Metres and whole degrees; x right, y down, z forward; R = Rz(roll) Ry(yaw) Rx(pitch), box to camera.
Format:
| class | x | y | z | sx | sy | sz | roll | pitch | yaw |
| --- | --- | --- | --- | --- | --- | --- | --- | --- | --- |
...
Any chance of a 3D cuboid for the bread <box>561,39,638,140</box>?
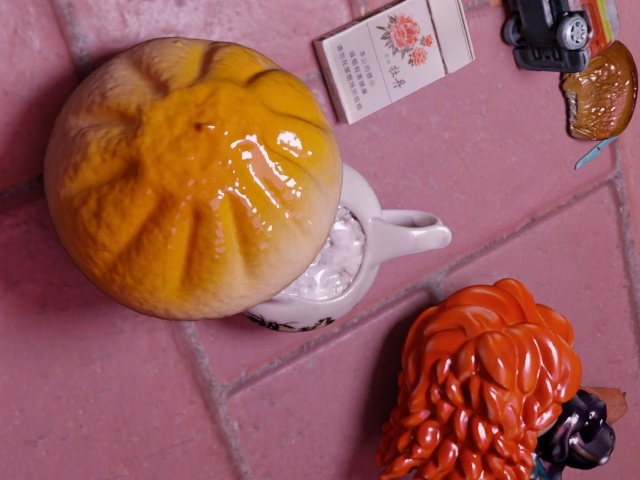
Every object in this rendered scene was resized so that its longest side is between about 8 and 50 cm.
| class | x | y | z | sx | sy | sz | roll | pitch | yaw |
| --- | --- | --- | --- | --- | --- | --- | --- | --- | --- |
| bread | 0.392 | -0.203 | 1.370 | 0.126 | 0.044 | 0.129 | -22 | 117 | -22 |

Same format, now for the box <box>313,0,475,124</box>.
| class | x | y | z | sx | sy | sz | roll | pitch | yaw |
| --- | --- | --- | --- | --- | --- | --- | --- | --- | --- |
| box | 0.093 | -0.229 | 1.194 | 0.198 | 0.029 | 0.109 | -29 | 117 | -19 |

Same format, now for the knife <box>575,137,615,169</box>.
| class | x | y | z | sx | sy | sz | roll | pitch | yaw |
| --- | --- | --- | --- | --- | --- | --- | --- | --- | --- |
| knife | 0.395 | -0.128 | 1.415 | 0.091 | 0.005 | 0.014 | -38 | 118 | -15 |

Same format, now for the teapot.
| class | x | y | z | sx | sy | sz | roll | pitch | yaw |
| --- | --- | --- | --- | --- | --- | --- | --- | --- | --- |
| teapot | 0.000 | 0.000 | 1.138 | 0.300 | 0.166 | 0.208 | -12 | 99 | -17 |

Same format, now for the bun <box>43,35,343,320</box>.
| class | x | y | z | sx | sy | sz | roll | pitch | yaw |
| --- | --- | --- | --- | --- | --- | --- | --- | --- | --- |
| bun | -0.117 | -0.075 | 0.962 | 0.299 | 0.165 | 0.298 | 3 | 74 | -9 |

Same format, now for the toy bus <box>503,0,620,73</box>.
| class | x | y | z | sx | sy | sz | roll | pitch | yaw |
| --- | --- | --- | --- | --- | --- | --- | --- | --- | --- |
| toy bus | 0.285 | -0.347 | 1.225 | 0.120 | 0.121 | 0.265 | -31 | 116 | -24 |

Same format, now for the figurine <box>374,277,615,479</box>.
| class | x | y | z | sx | sy | sz | roll | pitch | yaw |
| --- | --- | --- | --- | --- | --- | --- | --- | --- | --- |
| figurine | 0.245 | 0.255 | 1.313 | 0.306 | 0.241 | 0.412 | -36 | 123 | 9 |

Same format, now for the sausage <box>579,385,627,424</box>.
| class | x | y | z | sx | sy | sz | roll | pitch | yaw |
| --- | --- | --- | --- | --- | --- | --- | --- | --- | --- |
| sausage | 0.400 | 0.248 | 1.500 | 0.169 | 0.065 | 0.065 | 9 | 99 | -33 |
